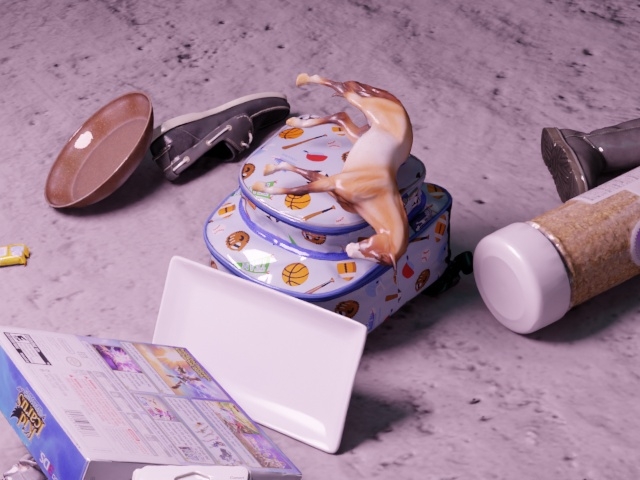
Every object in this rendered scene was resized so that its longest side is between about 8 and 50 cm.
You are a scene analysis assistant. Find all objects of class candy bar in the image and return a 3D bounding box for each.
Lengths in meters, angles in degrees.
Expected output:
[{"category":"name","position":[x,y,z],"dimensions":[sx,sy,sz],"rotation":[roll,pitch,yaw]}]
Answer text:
[{"category":"candy bar","position":[-0.452,0.027,1.989],"dimensions":[0.162,0.018,0.040],"rotation":[-7,37,-3]}]

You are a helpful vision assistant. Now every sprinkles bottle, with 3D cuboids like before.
[{"category":"sprinkles bottle","position":[0.349,-0.013,1.823],"dimensions":[0.355,0.121,0.121],"rotation":[-24,37,-26]}]

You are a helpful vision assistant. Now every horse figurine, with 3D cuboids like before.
[{"category":"horse figurine","position":[0.036,-0.095,1.705],"dimensions":[0.175,0.066,0.263],"rotation":[14,49,7]}]

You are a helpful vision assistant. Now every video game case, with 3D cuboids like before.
[{"category":"video game case","position":[-0.188,0.182,1.566],"dimensions":[0.244,0.061,0.269],"rotation":[9,20,-37]}]

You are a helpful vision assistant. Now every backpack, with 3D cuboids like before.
[{"category":"backpack","position":[0.000,0.000,1.801],"dimensions":[0.277,0.213,0.263],"rotation":[21,53,31]}]

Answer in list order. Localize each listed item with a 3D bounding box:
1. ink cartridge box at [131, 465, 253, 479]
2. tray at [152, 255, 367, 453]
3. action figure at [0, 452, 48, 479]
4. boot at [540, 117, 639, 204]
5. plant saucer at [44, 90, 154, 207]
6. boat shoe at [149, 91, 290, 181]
[{"category":"ink cartridge box","position":[-0.110,0.279,1.423],"dimensions":[0.109,0.150,0.063],"rotation":[-2,39,7]},{"category":"tray","position":[-0.069,0.120,1.697],"dimensions":[0.270,0.145,0.030],"rotation":[19,9,32]},{"category":"action figure","position":[-0.374,0.276,1.454],"dimensions":[0.285,0.185,0.099],"rotation":[-30,84,-19]},{"category":"boot","position":[0.405,-0.109,2.019],"dimensions":[0.209,0.076,0.189],"rotation":[-1,35,-5]},{"category":"plant saucer","position":[-0.289,-0.114,2.094],"dimensions":[0.199,0.036,0.198],"rotation":[-32,33,24]},{"category":"boat shoe","position":[-0.133,-0.145,2.166],"dimensions":[0.233,0.084,0.079],"rotation":[-23,74,-35]}]
